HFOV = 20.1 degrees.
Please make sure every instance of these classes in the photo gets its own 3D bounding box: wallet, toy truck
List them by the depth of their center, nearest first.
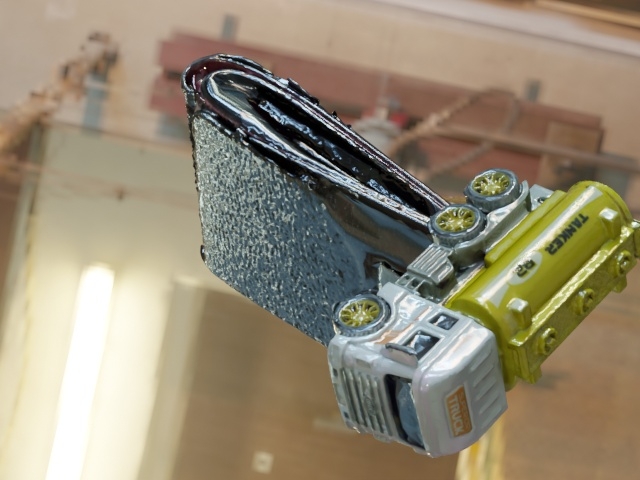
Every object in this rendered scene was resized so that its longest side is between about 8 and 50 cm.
[{"bbox_3d":[0.111,0.043,1.190,0.227,0.114,0.098,-41,-45,-30],"label":"toy truck"},{"bbox_3d":[0.000,0.000,1.370,0.071,0.262,0.221,-41,-29,-30],"label":"wallet"}]

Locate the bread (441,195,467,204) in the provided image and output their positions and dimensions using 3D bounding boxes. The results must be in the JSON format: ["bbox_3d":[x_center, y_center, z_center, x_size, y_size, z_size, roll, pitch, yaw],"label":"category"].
[{"bbox_3d":[0.104,0.019,1.995,0.268,0.268,0.146,59,-149,-88],"label":"bread"}]
